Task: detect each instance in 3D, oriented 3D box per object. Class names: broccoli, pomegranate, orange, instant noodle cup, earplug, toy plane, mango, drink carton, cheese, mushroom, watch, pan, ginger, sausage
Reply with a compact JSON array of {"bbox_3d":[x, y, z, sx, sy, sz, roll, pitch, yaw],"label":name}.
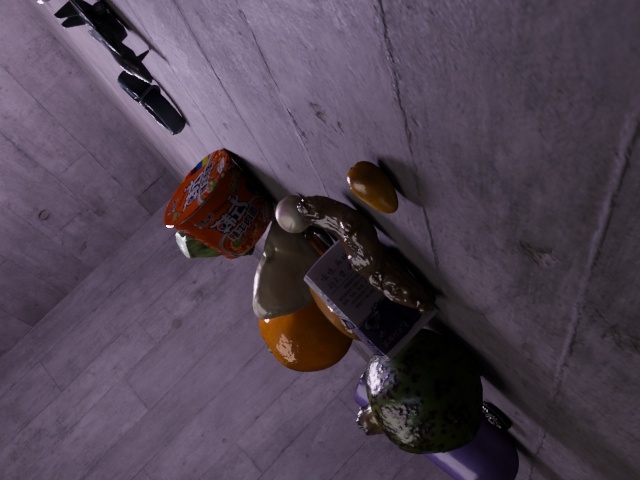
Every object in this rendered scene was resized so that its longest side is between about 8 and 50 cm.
[{"bbox_3d":[-0.312,-0.066,1.977,0.307,0.275,0.308,34,141,33],"label":"broccoli"},{"bbox_3d":[0.194,0.306,1.312,0.254,0.270,0.254,49,-157,-29],"label":"pomegranate"},{"bbox_3d":[-0.040,0.256,2.047,0.312,0.312,0.312,44,171,8],"label":"orange"},{"bbox_3d":[-0.255,-0.085,1.727,0.192,0.250,0.250,39,176,-29],"label":"instant noodle cup"},{"bbox_3d":[0.319,0.484,1.755,0.455,0.215,0.215,37,169,26],"label":"earplug"},{"bbox_3d":[-0.460,-0.450,1.467,0.267,0.088,0.212,36,172,6],"label":"toy plane"},{"bbox_3d":[0.070,-0.065,0.847,0.089,0.046,0.060,45,172,-29],"label":"mango"},{"bbox_3d":[0.089,0.099,1.233,0.222,0.134,0.102,45,172,2],"label":"drink carton"},{"bbox_3d":[-0.098,0.087,1.747,0.251,0.247,0.173,52,170,-3],"label":"cheese"},{"bbox_3d":[-0.055,-0.058,1.414,0.083,0.067,0.084,18,132,21],"label":"mushroom"},{"bbox_3d":[-0.469,-0.388,1.841,0.193,0.068,0.206,41,174,6],"label":"watch"},{"bbox_3d":[0.077,0.054,1.426,0.235,0.028,0.136,44,171,-14],"label":"pan"},{"bbox_3d":[0.085,0.017,1.115,0.290,0.084,0.122,43,-166,-6],"label":"ginger"},{"bbox_3d":[0.053,0.135,1.484,0.134,0.116,0.354,58,179,-18],"label":"sausage"}]

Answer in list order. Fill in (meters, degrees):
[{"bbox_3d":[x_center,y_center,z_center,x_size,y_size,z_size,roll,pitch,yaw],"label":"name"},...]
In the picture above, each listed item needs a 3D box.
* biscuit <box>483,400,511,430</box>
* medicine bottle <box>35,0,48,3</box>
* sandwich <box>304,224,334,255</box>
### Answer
[{"bbox_3d":[0.405,0.409,1.534,0.087,0.027,0.089,43,171,11],"label":"biscuit"},{"bbox_3d":[-0.679,-0.641,1.502,0.107,0.107,0.191,40,170,33],"label":"medicine bottle"},{"bbox_3d":[0.001,-0.001,1.457,0.101,0.026,0.069,47,-156,-32],"label":"sandwich"}]
